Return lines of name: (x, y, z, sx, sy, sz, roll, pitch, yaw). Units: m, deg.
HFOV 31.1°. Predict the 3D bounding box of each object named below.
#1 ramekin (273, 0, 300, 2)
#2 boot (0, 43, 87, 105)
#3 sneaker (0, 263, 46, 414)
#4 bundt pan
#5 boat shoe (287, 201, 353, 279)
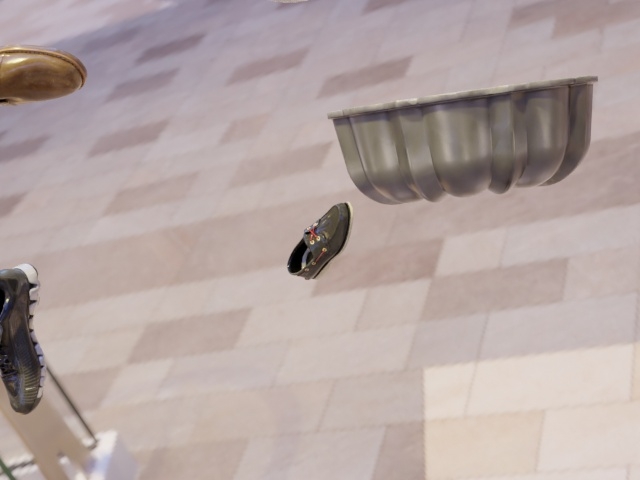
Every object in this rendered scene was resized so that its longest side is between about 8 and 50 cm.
ramekin: (-0.049, -0.446, 1.548, 0.273, 0.273, 0.127, -33, 40, -13)
boot: (-0.507, -0.222, 1.751, 0.305, 0.112, 0.115, -4, 49, 6)
sneaker: (-0.483, 0.153, 1.763, 0.078, 0.234, 0.106, -6, -4, 33)
bundt pan: (0.176, -0.117, 1.393, 0.330, 0.124, 0.331, -8, 4, 1)
boat shoe: (0.000, 0.001, 1.396, 0.042, 0.133, 0.049, 7, 49, -27)
